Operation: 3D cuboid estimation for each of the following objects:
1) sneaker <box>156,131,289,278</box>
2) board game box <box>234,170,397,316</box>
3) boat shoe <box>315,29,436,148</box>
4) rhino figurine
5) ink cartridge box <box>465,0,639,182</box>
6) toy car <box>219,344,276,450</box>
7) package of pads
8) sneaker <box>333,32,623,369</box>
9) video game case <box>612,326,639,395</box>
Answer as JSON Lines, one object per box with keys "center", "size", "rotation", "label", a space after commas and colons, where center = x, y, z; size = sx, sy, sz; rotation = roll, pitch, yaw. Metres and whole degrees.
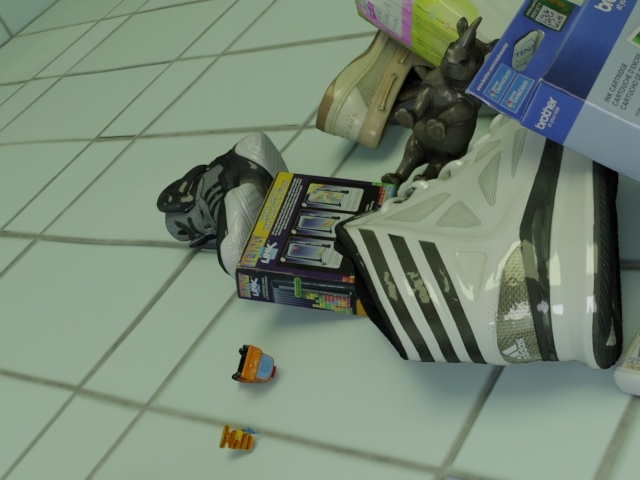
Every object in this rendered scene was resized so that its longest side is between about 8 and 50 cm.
{"center": [-0.121, -0.021, 1.184], "size": [0.153, 0.101, 0.268], "rotation": [-25, 30, 19], "label": "sneaker"}
{"center": [0.000, 0.000, 1.049], "size": [0.141, 0.048, 0.170], "rotation": [7, 41, 12], "label": "board game box"}
{"center": [0.106, -0.224, 1.300], "size": [0.098, 0.109, 0.302], "rotation": [28, 50, 13], "label": "boat shoe"}
{"center": [0.136, -0.148, 1.053], "size": [0.073, 0.243, 0.106], "rotation": [36, 56, 17], "label": "rhino figurine"}
{"center": [0.295, -0.121, 0.804], "size": [0.311, 0.065, 0.186], "rotation": [26, 53, 12], "label": "ink cartridge box"}
{"center": [-0.070, 0.157, 0.956], "size": [0.041, 0.060, 0.122], "rotation": [16, 57, -8], "label": "toy car"}
{"center": [0.202, -0.306, 1.213], "size": [0.229, 0.101, 0.296], "rotation": [-32, 51, -21], "label": "package of pads"}
{"center": [0.145, -0.066, 0.929], "size": [0.258, 0.169, 0.447], "rotation": [-5, 40, 20], "label": "sneaker"}
{"center": [0.368, 0.055, 0.737], "size": [0.227, 0.026, 0.206], "rotation": [8, 47, 45], "label": "video game case"}
